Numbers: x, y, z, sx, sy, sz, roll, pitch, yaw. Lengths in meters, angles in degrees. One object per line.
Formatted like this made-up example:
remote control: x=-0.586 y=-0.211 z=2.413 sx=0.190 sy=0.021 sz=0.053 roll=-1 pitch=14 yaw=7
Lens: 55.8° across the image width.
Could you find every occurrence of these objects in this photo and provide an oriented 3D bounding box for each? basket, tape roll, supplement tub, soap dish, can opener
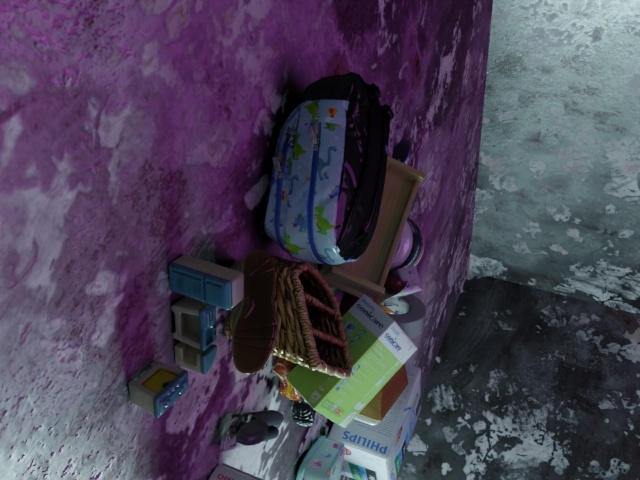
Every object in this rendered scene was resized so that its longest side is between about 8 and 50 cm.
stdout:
basket: x=-0.030 y=0.161 z=1.311 sx=0.213 sy=0.223 sz=0.299 roll=-71 pitch=157 yaw=-11
tape roll: x=0.244 y=0.250 z=2.046 sx=0.219 sy=0.219 sz=0.072 roll=-39 pitch=138 yaw=-57
supplement tub: x=0.193 y=0.003 z=1.799 sx=0.272 sy=0.191 sz=0.191 roll=12 pitch=92 yaw=-69
soap dish: x=0.129 y=0.434 z=1.865 sx=0.291 sy=0.229 sz=0.118 roll=-22 pitch=125 yaw=-64
can opener: x=-0.140 y=0.443 z=1.393 sx=0.283 sy=0.095 sz=0.076 roll=32 pitch=75 yaw=-67

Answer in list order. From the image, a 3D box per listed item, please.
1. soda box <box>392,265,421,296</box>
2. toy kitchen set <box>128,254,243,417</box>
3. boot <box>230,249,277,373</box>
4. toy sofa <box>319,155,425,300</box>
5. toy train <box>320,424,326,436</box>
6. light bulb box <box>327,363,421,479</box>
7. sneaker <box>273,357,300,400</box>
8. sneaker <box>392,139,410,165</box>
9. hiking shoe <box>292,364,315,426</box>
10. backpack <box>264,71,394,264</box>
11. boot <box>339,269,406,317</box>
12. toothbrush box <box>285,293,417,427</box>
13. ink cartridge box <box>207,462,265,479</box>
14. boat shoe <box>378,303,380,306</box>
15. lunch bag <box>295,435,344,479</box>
soda box: x=0.199 y=0.137 z=1.779 sx=0.069 sy=0.216 sz=0.073 roll=-6 pitch=78 yaw=-32
toy kitchen set: x=-0.219 y=0.159 z=0.980 sx=0.166 sy=0.122 sz=0.207 roll=-41 pitch=140 yaw=-55
boot: x=-0.137 y=0.132 z=1.107 sx=0.165 sy=0.077 sz=0.213 roll=160 pitch=-65 yaw=-67
toy sofa: x=0.132 y=-0.032 z=1.592 sx=0.177 sy=0.150 sz=0.362 roll=136 pitch=-23 yaw=-71
toy train: x=0.011 y=0.644 z=2.001 sx=0.023 sy=0.017 sz=0.083 roll=-54 pitch=152 yaw=-62
light bulb box: x=0.212 y=0.670 z=2.229 sx=0.358 sy=0.225 sz=0.361 roll=78 pitch=33 yaw=-49
sneaker: x=-0.074 y=0.349 z=1.539 sx=0.175 sy=0.064 sz=0.067 roll=85 pitch=26 yaw=-44
sneaker: x=0.269 y=-0.272 z=2.004 sx=0.059 sy=0.053 sz=0.144 roll=-45 pitch=152 yaw=-51
hiking shoe: x=-0.035 y=0.394 z=1.666 sx=0.114 sy=0.086 sz=0.226 roll=-66 pitch=167 yaw=-65
backpack: x=0.022 y=-0.124 z=1.268 sx=0.290 sy=0.273 sz=0.355 roll=22 pitch=62 yaw=-71
boot: x=0.090 y=0.207 z=1.641 sx=0.096 sy=0.264 sz=0.280 roll=46 pitch=63 yaw=-17
toothbrush box: x=0.085 y=0.305 z=1.512 sx=0.283 sy=0.122 sz=0.206 roll=-46 pitch=142 yaw=-3
ink cartridge box: x=-0.199 y=0.600 z=1.262 sx=0.218 sy=0.159 sz=0.092 roll=-54 pitch=149 yaw=-42
boat shoe: x=0.185 y=0.136 z=1.989 sx=0.305 sy=0.109 sz=0.091 roll=-48 pitch=147 yaw=-39
lunch bag: x=-0.007 y=0.779 z=1.919 sx=0.224 sy=0.108 sz=0.279 roll=-39 pitch=140 yaw=-64
